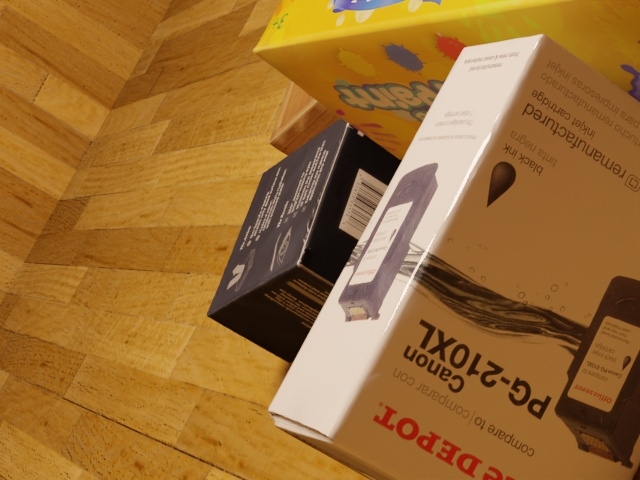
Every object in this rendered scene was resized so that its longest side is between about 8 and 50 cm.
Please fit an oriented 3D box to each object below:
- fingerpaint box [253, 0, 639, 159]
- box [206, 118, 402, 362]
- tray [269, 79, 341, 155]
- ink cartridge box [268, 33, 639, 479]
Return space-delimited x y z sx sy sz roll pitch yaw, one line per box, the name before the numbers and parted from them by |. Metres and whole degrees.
fingerpaint box | 0.198 -0.247 0.934 0.445 0.163 0.371 4 64 58
box | 0.000 0.000 1.261 0.158 0.093 0.156 -29 35 53
tray | 0.112 -0.238 1.379 0.411 0.076 0.203 -36 29 46
ink cartridge box | 0.108 0.037 0.813 0.237 0.172 0.100 -61 19 -8
